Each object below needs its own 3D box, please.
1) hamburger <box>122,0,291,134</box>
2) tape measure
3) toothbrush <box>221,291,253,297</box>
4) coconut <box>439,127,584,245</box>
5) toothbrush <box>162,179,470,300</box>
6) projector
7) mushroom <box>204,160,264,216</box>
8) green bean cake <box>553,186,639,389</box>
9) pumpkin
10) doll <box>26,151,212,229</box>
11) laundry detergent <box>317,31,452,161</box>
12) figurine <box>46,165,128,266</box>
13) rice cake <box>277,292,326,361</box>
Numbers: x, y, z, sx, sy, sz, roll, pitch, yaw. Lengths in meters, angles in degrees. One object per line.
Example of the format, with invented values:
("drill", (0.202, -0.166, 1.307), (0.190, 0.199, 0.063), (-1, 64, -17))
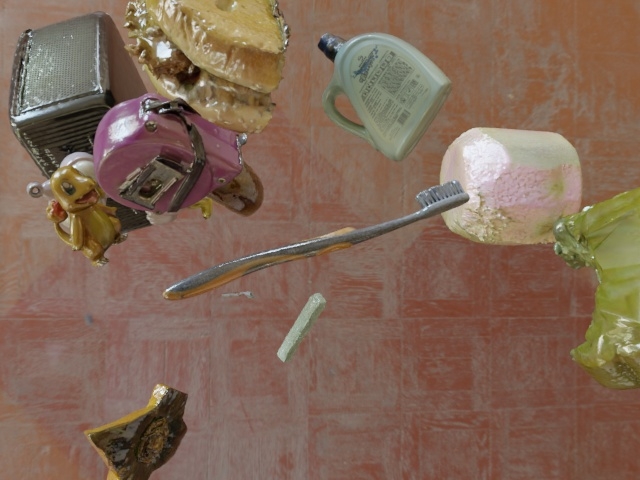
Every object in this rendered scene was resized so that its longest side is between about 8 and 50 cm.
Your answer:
("hamburger", (-0.240, -0.395, 1.063), (0.287, 0.268, 0.445), (4, 46, -21))
("tape measure", (-0.150, -0.081, 0.514), (0.118, 0.125, 0.074), (23, 42, -43))
("toothbrush", (-0.229, 0.147, 1.457), (0.013, 0.193, 0.019), (-46, 110, -28))
("coconut", (0.362, -0.092, 1.000), (0.245, 0.233, 0.233), (2, 87, -4))
("toothbrush", (0.001, 0.002, 0.534), (0.321, 0.023, 0.031), (-21, 63, -9))
("projector", (-0.537, -0.272, 1.299), (0.242, 0.395, 0.405), (-17, 52, -4))
("mushroom", (-0.267, -0.164, 1.451), (0.253, 0.253, 0.153), (27, 96, -7))
("green bean cake", (0.409, 0.046, 0.670), (0.124, 0.233, 0.236), (34, 44, -29))
("pumpkin", (-0.385, 0.436, 1.181), (0.095, 0.290, 0.258), (21, 116, 17))
("doll", (-0.393, -0.100, 1.099), (0.365, 0.094, 0.160), (-5, 125, -36))
("laundry detergent", (0.101, -0.312, 1.091), (0.281, 0.105, 0.214), (37, 120, 12))
("figurine", (-0.415, -0.048, 0.914), (0.122, 0.121, 0.176), (8, 130, 14))
("rice cake", (-0.054, 0.251, 1.542), (0.045, 0.042, 0.245), (48, 120, 32))
